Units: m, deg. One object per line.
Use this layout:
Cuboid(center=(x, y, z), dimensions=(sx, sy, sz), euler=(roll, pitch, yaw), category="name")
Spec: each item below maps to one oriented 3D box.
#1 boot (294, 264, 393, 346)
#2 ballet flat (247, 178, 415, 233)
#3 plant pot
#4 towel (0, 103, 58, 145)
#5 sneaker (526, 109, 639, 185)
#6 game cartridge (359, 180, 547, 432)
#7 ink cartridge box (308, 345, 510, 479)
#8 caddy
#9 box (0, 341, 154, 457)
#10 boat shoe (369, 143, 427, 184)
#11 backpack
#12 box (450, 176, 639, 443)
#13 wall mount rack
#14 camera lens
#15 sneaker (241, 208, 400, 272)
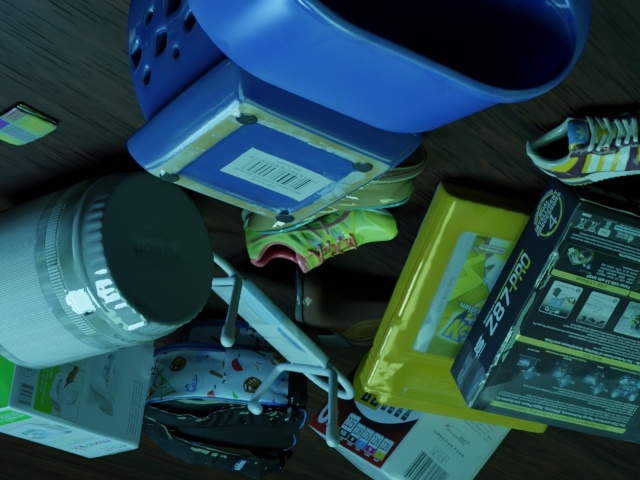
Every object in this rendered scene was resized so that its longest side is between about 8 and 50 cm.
Cuboid(center=(0.114, 0.093, 1.814), dimensions=(0.280, 0.096, 0.264), euler=(-6, 151, 15), category="boot")
Cuboid(center=(0.003, -0.067, 1.539), dimensions=(0.232, 0.080, 0.073), euler=(-12, 123, 25), category="ballet flat")
Cuboid(center=(-0.040, -0.154, 1.176), dimensions=(0.236, 0.212, 0.236), euler=(20, 149, -31), category="plant pot")
Cuboid(center=(-0.357, -0.136, 1.488), dimensions=(0.083, 0.009, 0.060), euler=(-20, 147, 41), category="towel")
Cuboid(center=(0.318, -0.110, 1.386), dimensions=(0.185, 0.069, 0.084), euler=(-21, 150, 40), category="sneaker")
Cuboid(center=(0.231, 0.098, 1.650), dimensions=(0.285, 0.052, 0.323), euler=(12, 115, -18), category="game cartridge")
Cuboid(center=(0.157, 0.242, 1.895), dimensions=(0.130, 0.272, 0.309), euler=(43, 169, -17), category="ink cartridge box")
Cuboid(center=(0.062, -0.229, 0.974), dimensions=(0.341, 0.241, 0.179), euler=(18, 155, -29), category="caddy")
Cuboid(center=(-0.366, 0.156, 1.814), dimensions=(0.127, 0.262, 0.231), euler=(-18, 148, 39), category="box")
Cuboid(center=(0.037, -0.108, 1.433), dimensions=(0.178, 0.064, 0.060), euler=(9, 156, -6), category="boat shoe")
Cuboid(center=(-0.160, 0.243, 2.035), dimensions=(0.263, 0.213, 0.276), euler=(1, 148, -10), category="backpack")
Cuboid(center=(0.411, 0.107, 1.612), dimensions=(0.395, 0.097, 0.318), euler=(14, 115, -20), category="box")
Cuboid(center=(-0.082, 0.154, 1.740), dimensions=(0.350, 0.130, 0.304), euler=(45, 161, -19), category="wall mount rack")
Cuboid(center=(-0.302, 0.039, 1.607), dimensions=(0.274, 0.219, 0.219), euler=(-16, 148, 35), category="camera lens")
Cuboid(center=(0.000, 0.000, 1.631), dimensions=(0.209, 0.094, 0.081), euler=(-2, 153, 9), category="sneaker")
